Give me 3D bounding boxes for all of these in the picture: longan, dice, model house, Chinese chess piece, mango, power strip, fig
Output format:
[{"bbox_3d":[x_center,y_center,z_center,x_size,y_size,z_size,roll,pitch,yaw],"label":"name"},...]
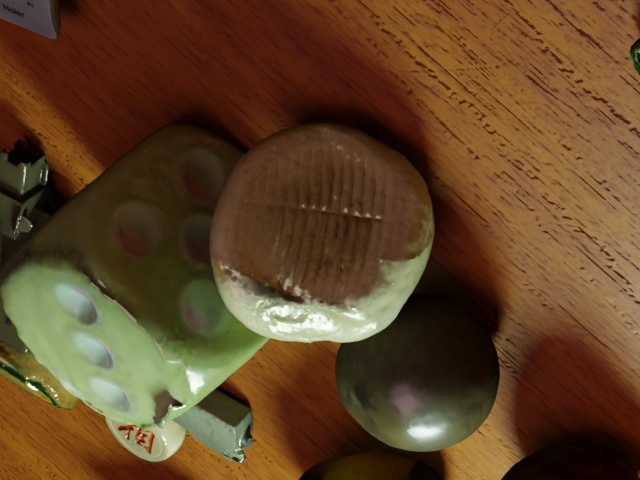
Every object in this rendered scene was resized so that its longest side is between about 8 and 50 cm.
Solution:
[{"bbox_3d":[0.101,0.138,1.428,0.187,0.167,0.167,-5,123,39],"label":"longan"},{"bbox_3d":[-0.182,0.042,1.497,0.250,0.254,0.252,49,143,-6],"label":"dice"},{"bbox_3d":[-0.404,-0.003,1.709,0.211,0.204,0.243,27,124,15],"label":"model house"},{"bbox_3d":[-0.249,0.257,1.929,0.122,0.051,0.122,24,140,22],"label":"Chinese chess piece"},{"bbox_3d":[0.049,0.362,1.696,0.201,0.152,0.287,44,142,4],"label":"mango"},{"bbox_3d":[-0.211,0.203,1.845,0.286,0.048,0.080,27,138,17],"label":"power strip"},{"bbox_3d":[0.252,0.309,1.496,0.145,0.170,0.274,56,164,10],"label":"fig"}]

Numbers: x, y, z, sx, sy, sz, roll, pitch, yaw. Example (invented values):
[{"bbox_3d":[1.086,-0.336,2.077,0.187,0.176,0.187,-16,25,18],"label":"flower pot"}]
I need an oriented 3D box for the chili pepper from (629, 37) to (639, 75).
[{"bbox_3d":[0.300,-0.122,1.103,0.118,0.035,0.055,32,159,17],"label":"chili pepper"}]

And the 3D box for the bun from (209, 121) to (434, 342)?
[{"bbox_3d":[0.000,0.000,1.361,0.229,0.229,0.145,31,172,12],"label":"bun"}]

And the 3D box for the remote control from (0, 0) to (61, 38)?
[{"bbox_3d":[-0.311,-0.345,1.391,0.103,0.051,0.293,24,136,20],"label":"remote control"}]

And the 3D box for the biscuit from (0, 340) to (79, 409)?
[{"bbox_3d":[-0.452,0.155,1.918,0.344,0.057,0.287,26,164,39],"label":"biscuit"}]
